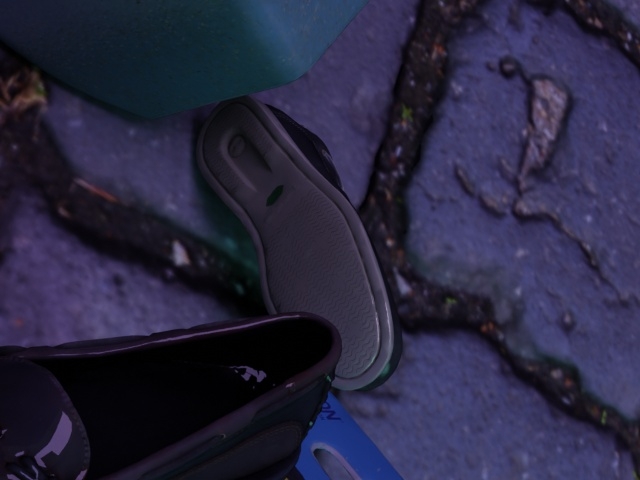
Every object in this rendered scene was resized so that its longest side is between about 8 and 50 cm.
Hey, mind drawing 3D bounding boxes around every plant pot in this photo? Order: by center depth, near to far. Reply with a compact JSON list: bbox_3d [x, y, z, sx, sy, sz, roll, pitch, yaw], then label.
[{"bbox_3d":[-0.089,-0.221,0.932,0.252,0.248,0.247,58,47,-23],"label":"plant pot"}]

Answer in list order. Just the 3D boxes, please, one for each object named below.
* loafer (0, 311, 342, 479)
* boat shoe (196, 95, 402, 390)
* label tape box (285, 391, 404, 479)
[{"bbox_3d":[-0.114,0.079,0.674,0.302,0.095,0.109,-7,53,-45],"label":"loafer"},{"bbox_3d":[0.000,0.000,0.961,0.079,0.084,0.233,26,28,-47],"label":"boat shoe"},{"bbox_3d":[-0.102,0.178,0.748,0.348,0.115,0.249,1,33,-38],"label":"label tape box"}]
